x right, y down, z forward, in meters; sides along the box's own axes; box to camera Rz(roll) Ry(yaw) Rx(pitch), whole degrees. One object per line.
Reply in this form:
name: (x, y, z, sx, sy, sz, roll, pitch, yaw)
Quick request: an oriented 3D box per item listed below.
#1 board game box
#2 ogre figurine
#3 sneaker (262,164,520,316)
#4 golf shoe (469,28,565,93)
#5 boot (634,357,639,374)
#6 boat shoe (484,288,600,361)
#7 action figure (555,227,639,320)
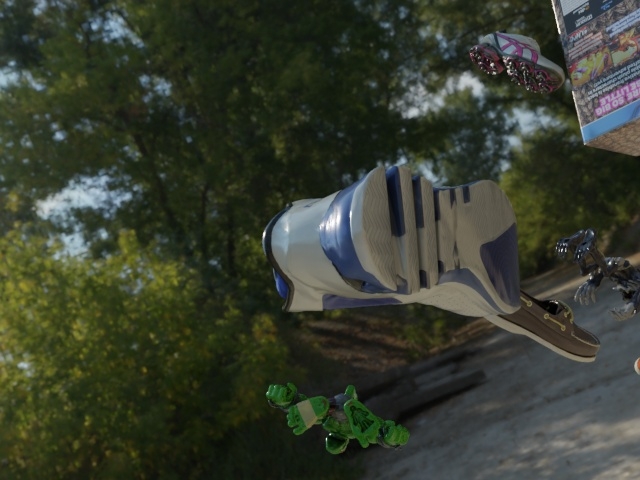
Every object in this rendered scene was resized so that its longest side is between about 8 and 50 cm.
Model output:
board game box: (0.503, -0.309, 1.127, 0.141, 0.290, 0.232, 4, -18, -34)
ogre figurine: (0.031, 0.253, 1.071, 0.197, 0.096, 0.118, -5, -18, 11)
sneaker: (0.057, 0.006, 0.713, 0.182, 0.127, 0.316, -6, -11, 37)
golf shoe: (0.335, -0.305, 1.237, 0.086, 0.186, 0.067, -42, -43, -8)
boot: (0.574, 0.175, 1.194, 0.158, 0.059, 0.084, -11, -34, -17)
boat shoe: (0.506, 0.177, 1.690, 0.096, 0.325, 0.116, -62, 14, 16)
action figure: (0.621, 0.094, 1.604, 0.141, 0.276, 0.164, -55, 17, -7)
